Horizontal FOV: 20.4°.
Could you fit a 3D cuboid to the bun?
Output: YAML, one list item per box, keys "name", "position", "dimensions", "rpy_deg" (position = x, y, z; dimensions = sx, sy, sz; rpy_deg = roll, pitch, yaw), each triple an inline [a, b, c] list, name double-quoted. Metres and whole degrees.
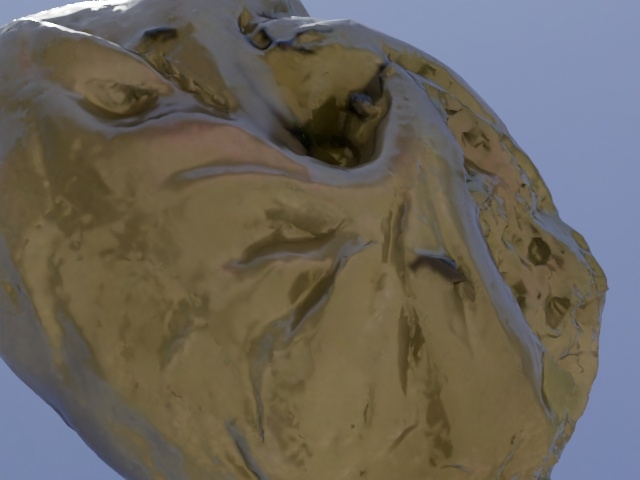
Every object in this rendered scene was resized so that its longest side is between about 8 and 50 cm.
- name: "bun"
  position: [0.000, 0.000, 0.558]
  dimensions: [0.237, 0.210, 0.116]
  rpy_deg: [14, -48, -30]
